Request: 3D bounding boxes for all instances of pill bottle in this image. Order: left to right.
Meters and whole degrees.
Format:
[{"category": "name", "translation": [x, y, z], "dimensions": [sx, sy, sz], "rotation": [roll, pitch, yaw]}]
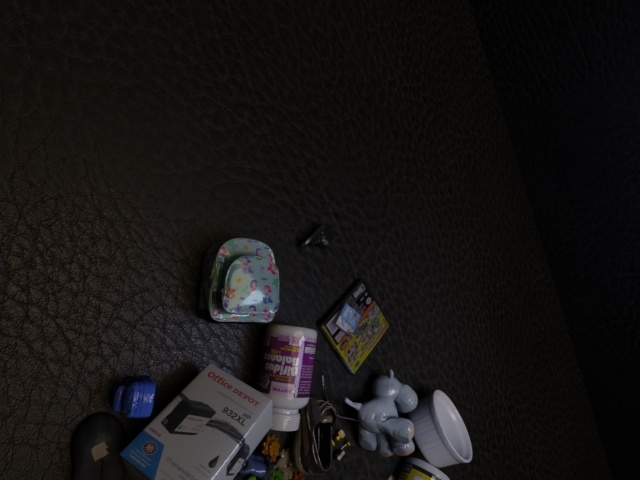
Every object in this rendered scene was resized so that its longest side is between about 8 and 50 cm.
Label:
[{"category": "pill bottle", "translation": [-0.109, 0.421, 1.283], "dimensions": [0.169, 0.169, 0.301], "rotation": [17, 72, -35]}, {"category": "pill bottle", "translation": [0.345, 1.017, 1.537], "dimensions": [0.188, 0.188, 0.334], "rotation": [50, 57, -21]}]

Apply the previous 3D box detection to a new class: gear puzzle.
[{"category": "gear puzzle", "translation": [-0.101, 0.755, 1.283], "dimensions": [0.175, 0.044, 0.339], "rotation": [-28, 101, -59]}]

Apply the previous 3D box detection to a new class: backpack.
[{"category": "backpack", "translation": [-0.469, 0.399, 1.035], "dimensions": [0.101, 0.120, 0.098], "rotation": [9, 79, -37]}, {"category": "backpack", "translation": [-0.236, 0.118, 1.228], "dimensions": [0.225, 0.191, 0.253], "rotation": [10, 72, -36]}]

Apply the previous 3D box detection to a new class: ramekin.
[{"category": "ramekin", "translation": [0.474, 0.758, 1.645], "dimensions": [0.277, 0.135, 0.277], "rotation": [44, 25, -27]}]

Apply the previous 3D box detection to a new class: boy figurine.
[{"category": "boy figurine", "translation": [-0.272, 0.603, 1.133], "dimensions": [0.285, 0.177, 0.092], "rotation": [24, 79, -15]}]

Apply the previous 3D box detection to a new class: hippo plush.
[{"category": "hippo plush", "translation": [0.233, 0.632, 1.536], "dimensions": [0.294, 0.234, 0.236], "rotation": [25, 39, 11]}]

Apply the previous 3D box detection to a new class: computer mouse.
[{"category": "computer mouse", "translation": [-0.526, 0.563, 0.997], "dimensions": [0.188, 0.072, 0.272], "rotation": [-4, 86, -38]}]

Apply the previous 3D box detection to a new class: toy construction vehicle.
[{"category": "toy construction vehicle", "translation": [0.055, 0.728, 1.457], "dimensions": [0.098, 0.035, 0.086], "rotation": [-38, 95, -38]}]

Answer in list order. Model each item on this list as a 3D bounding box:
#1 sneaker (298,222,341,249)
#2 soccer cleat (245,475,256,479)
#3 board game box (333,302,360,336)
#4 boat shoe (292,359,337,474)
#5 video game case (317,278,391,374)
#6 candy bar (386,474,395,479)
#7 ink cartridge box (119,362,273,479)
[{"category": "sneaker", "translation": [-0.002, 0.001, 1.506], "dimensions": [0.089, 0.051, 0.170], "rotation": [55, 52, -13]}, {"category": "soccer cleat", "translation": [-0.186, 0.796, 1.243], "dimensions": [0.072, 0.060, 0.178], "rotation": [-8, 83, -27]}, {"category": "board game box", "translation": [0.099, 0.292, 1.516], "dimensions": [0.090, 0.020, 0.090], "rotation": [43, 59, -24]}, {"category": "boat shoe", "translation": [-0.006, 0.571, 1.347], "dimensions": [0.132, 0.130, 0.355], "rotation": [15, 68, -49]}, {"category": "video game case", "translation": [0.138, 0.327, 1.578], "dimensions": [0.275, 0.035, 0.248], "rotation": [-43, 109, -35]}, {"category": "candy bar", "translation": [0.236, 0.968, 1.568], "dimensions": [0.161, 0.018, 0.040], "rotation": [-38, 107, -35]}, {"category": "ink cartridge box", "translation": [-0.297, 0.499, 1.043], "dimensions": [0.307, 0.223, 0.129], "rotation": [-44, 148, -46]}]
